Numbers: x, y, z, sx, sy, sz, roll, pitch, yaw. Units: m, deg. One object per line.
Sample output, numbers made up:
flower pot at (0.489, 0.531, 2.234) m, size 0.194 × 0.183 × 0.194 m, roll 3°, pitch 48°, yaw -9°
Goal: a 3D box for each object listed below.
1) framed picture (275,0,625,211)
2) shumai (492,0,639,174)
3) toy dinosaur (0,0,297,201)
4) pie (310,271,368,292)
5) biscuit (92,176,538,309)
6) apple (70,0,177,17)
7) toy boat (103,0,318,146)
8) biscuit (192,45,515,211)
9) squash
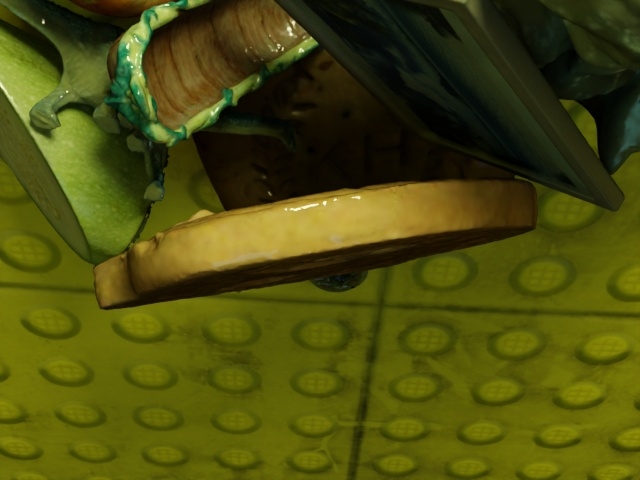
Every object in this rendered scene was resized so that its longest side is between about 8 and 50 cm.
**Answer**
framed picture at (0.092, -0.126, 0.664) m, size 0.232 × 0.024 × 0.315 m, roll 28°, pitch 178°, yaw 41°
shumai at (0.241, -0.200, 0.594) m, size 0.397 × 0.324 × 0.323 m, roll -26°, pitch 165°, yaw -21°
toy dinosaur at (-0.175, -0.137, 0.748) m, size 0.362 × 0.147 × 0.076 m, roll 31°, pitch 142°, yaw -23°
pie at (0.023, 0.040, 1.079) m, size 0.084 × 0.021 × 0.084 m, roll 1°, pitch 139°, yaw 1°
biscuit at (0.000, -0.002, 0.792) m, size 0.385 × 0.062 × 0.365 m, roll -7°, pitch 172°, yaw -34°
apple at (-0.159, -0.257, 0.658) m, size 0.163 × 0.163 × 0.139 m, roll -39°, pitch 82°, yaw 36°
toy boat at (-0.064, -0.176, 0.722) m, size 0.099 × 0.293 × 0.109 m, roll 15°, pitch 131°, yaw 44°
biscuit at (0.040, -0.096, 0.911) m, size 0.358 × 0.046 × 0.359 m, roll 1°, pitch 137°, yaw 1°
squash at (-0.292, -0.099, 0.812) m, size 0.260 × 0.189 × 0.189 m, roll 25°, pitch 134°, yaw -29°
